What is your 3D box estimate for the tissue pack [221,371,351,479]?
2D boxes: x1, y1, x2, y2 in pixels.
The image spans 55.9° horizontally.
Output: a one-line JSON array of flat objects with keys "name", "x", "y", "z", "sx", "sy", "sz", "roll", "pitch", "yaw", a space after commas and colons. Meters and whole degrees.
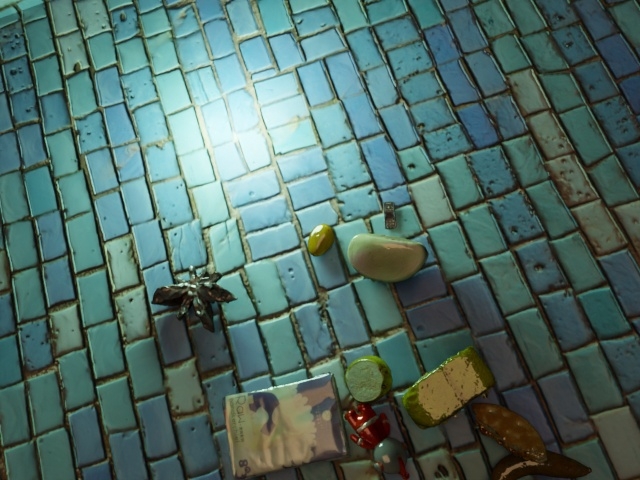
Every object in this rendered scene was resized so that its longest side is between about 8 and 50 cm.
[{"name": "tissue pack", "x": -0.103, "y": 0.541, "z": 1.758, "sx": 0.344, "sy": 0.125, "sz": 0.242, "roll": -13, "pitch": 70, "yaw": 3}]

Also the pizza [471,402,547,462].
[{"name": "pizza", "x": 0.524, "y": 0.532, "z": 1.687, "sx": 0.246, "sy": 0.058, "sz": 0.127, "roll": 21, "pitch": 39, "yaw": 35}]

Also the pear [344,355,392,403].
[{"name": "pear", "x": 0.149, "y": 0.410, "z": 1.784, "sx": 0.141, "sy": 0.104, "sz": 0.140, "roll": -8, "pitch": 75, "yaw": 30}]

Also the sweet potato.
[{"name": "sweet potato", "x": 0.562, "y": 0.633, "z": 1.659, "sx": 0.346, "sy": 0.079, "sz": 0.108, "roll": -16, "pitch": 51, "yaw": -3}]

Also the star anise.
[{"name": "star anise", "x": -0.394, "y": 0.173, "z": 1.930, "sx": 0.258, "sy": 0.110, "sz": 0.198, "roll": 26, "pitch": 77, "yaw": 21}]

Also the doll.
[{"name": "doll", "x": 0.172, "y": 0.578, "z": 1.729, "sx": 0.142, "sy": 0.076, "sz": 0.245, "roll": -26, "pitch": 69, "yaw": -35}]

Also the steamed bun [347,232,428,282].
[{"name": "steamed bun", "x": 0.207, "y": 0.062, "z": 1.865, "sx": 0.239, "sy": 0.170, "sz": 0.152, "roll": 11, "pitch": 97, "yaw": 13}]

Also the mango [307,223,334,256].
[{"name": "mango", "x": 0.000, "y": 0.000, "z": 1.960, "sx": 0.080, "sy": 0.060, "sz": 0.114, "roll": 14, "pitch": 78, "yaw": 15}]

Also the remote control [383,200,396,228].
[{"name": "remote control", "x": 0.227, "y": -0.082, "z": 1.982, "sx": 0.039, "sy": 0.014, "sz": 0.096, "roll": -4, "pitch": 72, "yaw": 6}]

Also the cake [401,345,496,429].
[{"name": "cake", "x": 0.359, "y": 0.423, "z": 1.711, "sx": 0.261, "sy": 0.179, "sz": 0.156, "roll": -33, "pitch": 70, "yaw": -1}]
